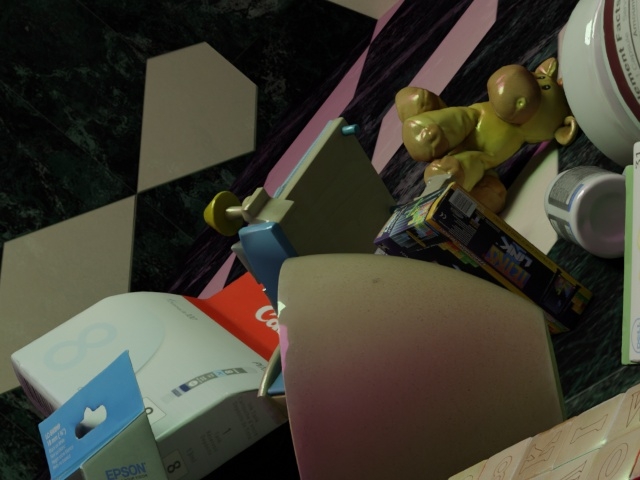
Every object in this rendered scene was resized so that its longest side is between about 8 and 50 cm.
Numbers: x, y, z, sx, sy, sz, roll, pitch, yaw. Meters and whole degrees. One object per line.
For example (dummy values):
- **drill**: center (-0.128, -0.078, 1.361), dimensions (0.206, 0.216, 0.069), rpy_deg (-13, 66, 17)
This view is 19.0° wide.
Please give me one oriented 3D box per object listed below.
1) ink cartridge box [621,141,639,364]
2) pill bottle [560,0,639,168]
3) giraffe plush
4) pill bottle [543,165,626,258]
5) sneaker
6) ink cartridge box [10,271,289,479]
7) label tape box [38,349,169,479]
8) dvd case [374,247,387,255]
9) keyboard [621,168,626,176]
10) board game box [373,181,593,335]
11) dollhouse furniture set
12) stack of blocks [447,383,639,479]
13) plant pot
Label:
- **ink cartridge box**: center (0.260, 0.010, 1.449), dimensions (0.235, 0.056, 0.171), rpy_deg (167, 106, -72)
- **pill bottle**: center (0.353, -0.172, 1.461), dimensions (0.224, 0.224, 0.392), rpy_deg (-53, 10, -18)
- **giraffe plush**: center (0.214, -0.134, 2.231), dimensions (0.170, 0.181, 0.210), rpy_deg (-34, -19, 26)
- **pill bottle**: center (0.256, -0.029, 1.786), dimensions (0.078, 0.078, 0.137), rpy_deg (-50, 10, 1)
- **sneaker**: center (-0.109, 0.240, 2.374), dimensions (0.227, 0.087, 0.130), rpy_deg (-49, 15, 39)
- **ink cartridge box**: center (-0.130, 0.122, 2.231), dimensions (0.385, 0.091, 0.308), rpy_deg (-34, 34, -18)
- **label tape box**: center (-0.243, 0.317, 2.002), dimensions (0.106, 0.334, 0.240), rpy_deg (-9, -20, -37)
- **dvd case**: center (0.038, 0.091, 2.446), dimensions (0.239, 0.029, 0.179), rpy_deg (-49, 10, 0)
- **keyboard**: center (0.348, -0.124, 1.932), dimensions (0.072, 0.014, 0.256), rpy_deg (-47, 9, 48)
- **board game box**: center (0.149, 0.026, 1.783), dimensions (0.048, 0.170, 0.141), rpy_deg (-55, 10, -21)
- **dollhouse furniture set**: center (0.000, 0.000, 2.006), dimensions (0.198, 0.303, 0.286), rpy_deg (-9, 36, 39)
- **stack of blocks**: center (0.176, 0.186, 1.063), dimensions (0.297, 0.171, 0.087), rpy_deg (-37, 16, 50)
- **plant pot**: center (0.093, 0.134, 1.483), dimensions (0.191, 0.284, 0.284), rpy_deg (-12, 17, 7)
